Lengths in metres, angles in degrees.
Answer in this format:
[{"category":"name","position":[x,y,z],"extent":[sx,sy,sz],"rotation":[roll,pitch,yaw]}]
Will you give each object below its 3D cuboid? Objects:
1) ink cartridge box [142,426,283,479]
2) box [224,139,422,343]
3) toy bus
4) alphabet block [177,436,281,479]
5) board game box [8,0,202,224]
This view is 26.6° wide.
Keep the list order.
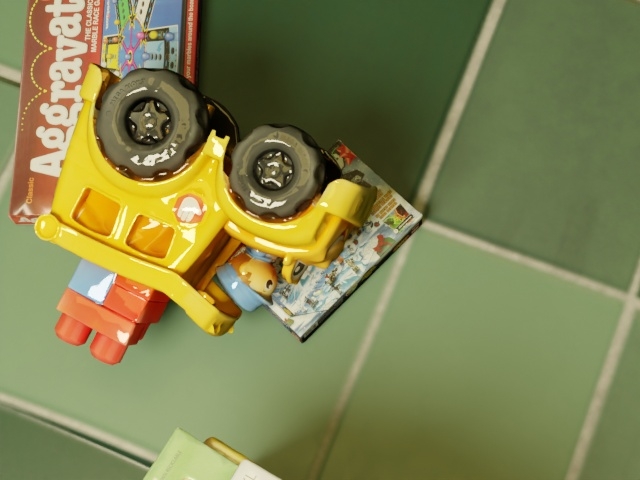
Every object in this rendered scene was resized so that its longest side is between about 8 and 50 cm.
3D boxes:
[{"category":"ink cartridge box","position":[-0.028,0.199,0.780],"extent":[0.209,0.062,0.109],"rotation":[29,77,11]},{"category":"box","position":[0.000,0.000,1.059],"extent":[0.137,0.027,0.094],"rotation":[-44,76,-10]},{"category":"toy bus","position":[-0.094,-0.001,0.985],"extent":[0.220,0.149,0.211],"rotation":[23,88,9]},{"category":"alphabet block","position":[-0.042,0.271,0.892],"extent":[0.192,0.193,0.197],"rotation":[31,76,10]},{"category":"board game box","position":[-0.172,-0.149,1.116],"extent":[0.145,0.027,0.281],"rotation":[-1,73,4]}]
